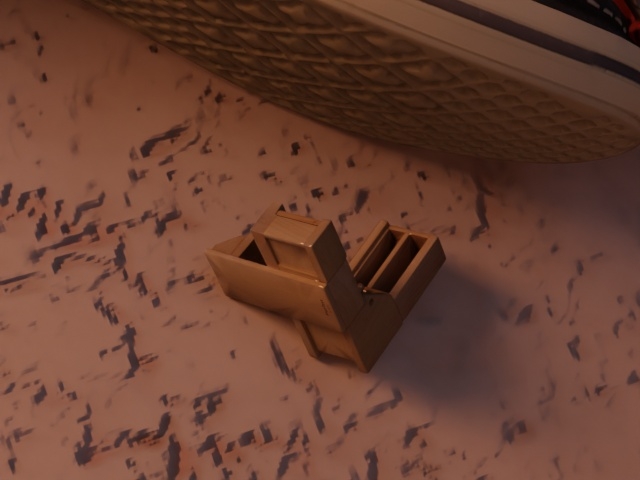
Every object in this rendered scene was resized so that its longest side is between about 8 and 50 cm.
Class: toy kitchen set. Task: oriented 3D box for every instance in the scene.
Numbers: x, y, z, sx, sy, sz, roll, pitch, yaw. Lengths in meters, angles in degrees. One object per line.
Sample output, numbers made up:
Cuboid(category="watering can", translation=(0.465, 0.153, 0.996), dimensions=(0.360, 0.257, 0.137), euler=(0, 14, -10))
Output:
Cuboid(category="toy kitchen set", translation=(0.000, 0.000, 0.715), dimensions=(0.068, 0.083, 0.075), euler=(15, 54, 35))

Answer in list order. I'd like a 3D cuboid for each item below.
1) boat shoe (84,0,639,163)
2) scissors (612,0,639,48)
Cuboid(category="boat shoe", translation=(-0.068, -0.181, 0.696), dimensions=(0.500, 0.187, 0.156), euler=(26, 78, -2))
Cuboid(category="scissors", translation=(0.144, -0.104, 0.704), dimensions=(0.021, 0.297, 0.109), euler=(-33, 69, 4))
